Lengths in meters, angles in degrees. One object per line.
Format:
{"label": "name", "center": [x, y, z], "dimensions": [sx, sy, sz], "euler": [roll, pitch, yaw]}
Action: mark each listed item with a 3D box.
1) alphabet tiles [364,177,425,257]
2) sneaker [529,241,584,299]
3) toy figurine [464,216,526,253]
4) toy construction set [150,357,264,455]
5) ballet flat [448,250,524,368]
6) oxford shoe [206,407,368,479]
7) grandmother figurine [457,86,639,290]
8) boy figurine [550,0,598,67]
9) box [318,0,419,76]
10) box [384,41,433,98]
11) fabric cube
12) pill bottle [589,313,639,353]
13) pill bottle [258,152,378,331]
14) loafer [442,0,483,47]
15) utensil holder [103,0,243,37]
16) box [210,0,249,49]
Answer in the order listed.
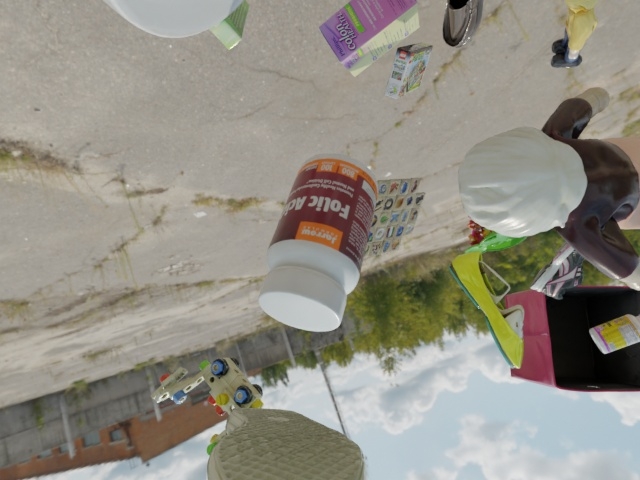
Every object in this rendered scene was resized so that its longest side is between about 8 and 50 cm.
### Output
{"label": "alphabet tiles", "center": [0.236, -0.078, 1.424], "dimensions": [0.343, 0.011, 0.285], "euler": [-10, 122, -41]}
{"label": "sneaker", "center": [0.546, 0.060, 0.904], "dimensions": [0.072, 0.077, 0.178], "euler": [-39, 155, -39]}
{"label": "toy figurine", "center": [0.476, -0.059, 1.180], "dimensions": [0.173, 0.159, 0.130], "euler": [-27, 148, 31]}
{"label": "toy construction set", "center": [-0.271, 0.438, 1.082], "dimensions": [0.215, 0.328, 0.151], "euler": [-51, 170, 3]}
{"label": "ballet flat", "center": [0.329, 0.122, 0.770], "dimensions": [0.077, 0.231, 0.077], "euler": [-34, 164, 23]}
{"label": "oxford shoe", "center": [-0.054, 0.291, 0.501], "dimensions": [0.169, 0.130, 0.449], "euler": [9, 162, -11]}
{"label": "grandmother figurine", "center": [0.275, -0.051, 0.410], "dimensions": [0.342, 0.207, 0.104], "euler": [-2, 156, -29]}
{"label": "boy figurine", "center": [0.666, -0.568, 1.078], "dimensions": [0.092, 0.177, 0.285], "euler": [4, 171, 25]}
{"label": "box", "center": [0.146, -0.608, 1.176], "dimensions": [0.243, 0.117, 0.213], "euler": [-33, -178, 19]}
{"label": "box", "center": [0.230, -0.442, 1.066], "dimensions": [0.207, 0.036, 0.114], "euler": [-44, 154, -50]}
{"label": "fabric cube", "center": [0.687, 0.264, 1.130], "dimensions": [0.254, 0.259, 0.258], "euler": [1, 166, 1]}
{"label": "pill bottle", "center": [0.482, 0.146, 0.658], "dimensions": [0.083, 0.043, 0.043], "euler": [-29, 166, 18]}
{"label": "pill bottle", "center": [0.000, 0.000, 0.996], "dimensions": [0.224, 0.392, 0.224], "euler": [12, 147, 8]}
{"label": "loafer", "center": [0.468, -0.807, 1.390], "dimensions": [0.130, 0.134, 0.366], "euler": [-34, 157, -12]}
{"label": "utensil holder", "center": [-0.284, -0.518, 0.539], "dimensions": [0.327, 0.385, 0.327], "euler": [-45, 171, -9]}
{"label": "box", "center": [-0.328, -0.692, 1.090], "dimensions": [0.058, 0.232, 0.322], "euler": [-28, 132, 28]}
